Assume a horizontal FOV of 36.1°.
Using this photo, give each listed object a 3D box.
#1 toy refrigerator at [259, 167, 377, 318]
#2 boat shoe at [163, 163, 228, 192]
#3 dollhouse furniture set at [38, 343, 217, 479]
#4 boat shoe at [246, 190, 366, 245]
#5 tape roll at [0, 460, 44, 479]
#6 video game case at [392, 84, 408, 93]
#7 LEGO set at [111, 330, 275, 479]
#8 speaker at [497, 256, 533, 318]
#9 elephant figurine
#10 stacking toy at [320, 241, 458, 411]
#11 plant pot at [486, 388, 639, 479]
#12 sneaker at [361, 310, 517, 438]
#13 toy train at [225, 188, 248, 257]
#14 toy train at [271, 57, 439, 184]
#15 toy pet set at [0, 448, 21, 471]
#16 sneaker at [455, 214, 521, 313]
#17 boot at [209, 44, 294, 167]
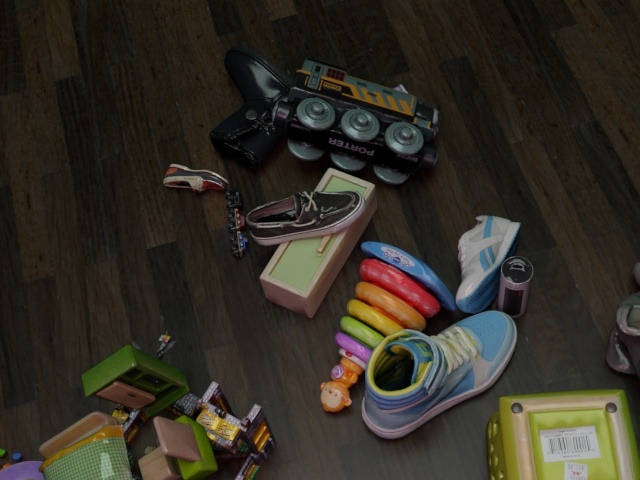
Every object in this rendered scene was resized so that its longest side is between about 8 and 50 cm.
[{"bbox_3d":[0.000,0.000,1.844,0.102,0.094,0.269,23,64,20],"label":"toy refrigerator"},{"bbox_3d":[-0.250,-0.118,1.974,0.137,0.049,0.043,14,65,17],"label":"boat shoe"},{"bbox_3d":[-0.337,0.333,1.500,0.301,0.151,0.197,-33,57,14],"label":"dollhouse furniture set"},{"bbox_3d":[-0.026,-0.050,1.786,0.219,0.070,0.078,-17,53,3],"label":"boat shoe"},{"bbox_3d":[-0.479,0.468,1.629,0.189,0.080,0.189,-4,59,6],"label":"tape roll"},{"bbox_3d":[0.136,-0.268,2.037,0.122,0.011,0.087,-26,59,-9],"label":"video game case"},{"bbox_3d":[-0.237,0.325,1.618,0.331,0.192,0.255,33,68,24],"label":"LEGO set"},{"bbox_3d":[0.341,0.083,1.726,0.055,0.136,0.055,-3,59,5],"label":"speaker"},{"bbox_3d":[0.556,0.161,1.664,0.239,0.186,0.169,42,115,37],"label":"elephant figurine"},{"bbox_3d":[0.087,0.166,1.720,0.175,0.166,0.302,29,81,32],"label":"stacking toy"},{"bbox_3d":[0.379,0.350,1.520,0.228,0.207,0.227,-4,59,6],"label":"plant pot"},{"bbox_3d":[0.205,0.192,1.636,0.319,0.208,0.127,-36,61,-15],"label":"sneaker"},{"bbox_3d":[-0.163,-0.035,1.926,0.036,0.027,0.158,-4,57,-8],"label":"toy train"},{"bbox_3d":[0.076,-0.237,1.930,0.334,0.142,0.190,15,56,-2],"label":"toy train"},{"bbox_3d":[-0.599,0.414,1.703,0.122,0.065,0.114,12,26,11],"label":"toy pet set"},{"bbox_3d":[0.287,0.043,1.782,0.092,0.087,0.229,18,46,21],"label":"sneaker"},{"bbox_3d":[-0.161,-0.277,2.030,0.246,0.094,0.207,37,66,18],"label":"boot"}]
